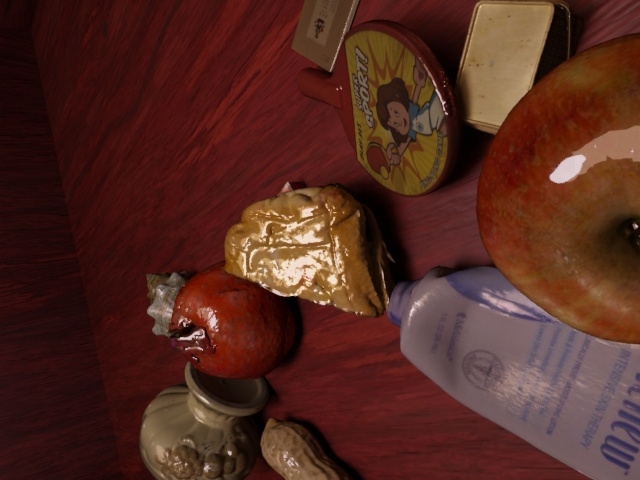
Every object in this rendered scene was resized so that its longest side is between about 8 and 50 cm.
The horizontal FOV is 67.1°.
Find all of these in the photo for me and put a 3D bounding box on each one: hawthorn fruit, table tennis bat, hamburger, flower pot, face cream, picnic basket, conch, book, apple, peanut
[{"bbox_3d":[-0.213,0.175,1.053,0.275,0.307,0.276,-2,87,37],"label":"hawthorn fruit"},{"bbox_3d":[0.079,-0.221,0.787,0.414,0.051,0.268,41,149,48],"label":"table tennis bat"},{"bbox_3d":[0.000,-0.002,0.861,0.329,0.162,0.209,15,99,24],"label":"hamburger"},{"bbox_3d":[-0.268,0.429,1.175,0.307,0.307,0.244,39,110,39],"label":"flower pot"},{"bbox_3d":[0.279,0.159,0.645,0.420,0.137,0.235,23,112,32],"label":"face cream"},{"bbox_3d":[0.246,-0.220,0.621,0.115,0.079,0.164,32,119,43],"label":"picnic basket"},{"bbox_3d":[-0.400,0.217,1.379,0.386,0.169,0.203,51,156,33],"label":"conch"},{"bbox_3d":[0.015,-0.434,0.901,0.138,0.016,0.199,45,127,35],"label":"book"},{"bbox_3d":[0.306,-0.056,0.464,0.301,0.301,0.302,10,104,48],"label":"apple"},{"bbox_3d":[-0.031,0.490,1.028,0.298,0.120,0.136,34,116,43],"label":"peanut"}]

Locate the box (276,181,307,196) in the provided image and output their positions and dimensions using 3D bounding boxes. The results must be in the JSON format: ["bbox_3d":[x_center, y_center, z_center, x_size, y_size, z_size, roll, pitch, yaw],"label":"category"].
[{"bbox_3d":[-0.071,-0.030,1.040,0.175,0.048,0.112,-51,59,41],"label":"box"}]
